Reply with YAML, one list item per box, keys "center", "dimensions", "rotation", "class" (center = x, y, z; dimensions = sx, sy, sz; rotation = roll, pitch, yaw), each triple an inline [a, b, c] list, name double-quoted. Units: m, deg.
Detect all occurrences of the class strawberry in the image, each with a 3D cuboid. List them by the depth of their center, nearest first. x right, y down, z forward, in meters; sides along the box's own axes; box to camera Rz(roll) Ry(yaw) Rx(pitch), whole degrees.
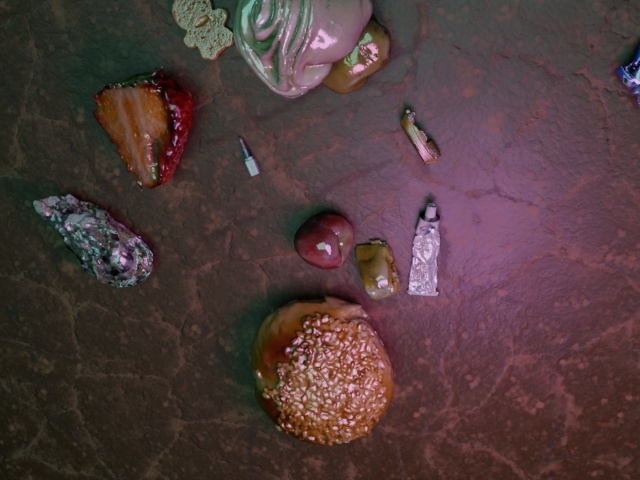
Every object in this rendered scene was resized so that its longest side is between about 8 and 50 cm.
- center: [-0.403, -0.297, 1.840]
  dimensions: [0.253, 0.150, 0.280]
  rotation: [-19, 106, 35]
  class: "strawberry"

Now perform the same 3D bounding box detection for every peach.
- center: [0.000, 0.000, 1.869]
  dimensions: [0.152, 0.152, 0.152]
  rotation: [2, 107, 8]
  class: "peach"

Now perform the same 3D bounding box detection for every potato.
- center: [0.070, -0.443, 1.717]
  dimensions: [0.137, 0.155, 0.200]
  rotation: [23, 127, -42]
  class: "potato"

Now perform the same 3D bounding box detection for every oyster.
- center: [-0.610, -0.004, 1.962]
  dimensions: [0.351, 0.158, 0.162]
  rotation: [39, 74, -17]
  class: "oyster"

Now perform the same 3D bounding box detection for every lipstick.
- center: [-0.186, -0.218, 1.889]
  dimensions: [0.025, 0.025, 0.107]
  rotation: [-21, 95, 14]
  class: "lipstick"

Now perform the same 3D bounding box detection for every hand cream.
- center: [0.271, 0.024, 1.879]
  dimensions: [0.084, 0.050, 0.257]
  rotation: [4, 113, 9]
  class: "hand cream"

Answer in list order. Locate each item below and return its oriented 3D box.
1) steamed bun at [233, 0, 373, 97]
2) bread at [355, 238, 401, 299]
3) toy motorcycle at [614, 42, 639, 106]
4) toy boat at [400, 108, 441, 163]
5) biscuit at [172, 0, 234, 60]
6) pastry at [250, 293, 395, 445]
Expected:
- center: [-0.073, -0.509, 1.621]
  dimensions: [0.310, 0.219, 0.324]
  rotation: [-46, 53, 19]
  class: "steamed bun"
- center: [0.144, 0.083, 1.886]
  dimensions: [0.103, 0.110, 0.156]
  rotation: [-23, 101, 20]
  class: "bread"
- center: [0.753, -0.422, 1.654]
  dimensions: [0.135, 0.092, 0.254]
  rotation: [21, 100, 12]
  class: "toy motorcycle"
- center: [0.243, -0.255, 1.802]
  dimensions: [0.049, 0.047, 0.149]
  rotation: [-33, 102, 2]
  class: "toy boat"
- center: [-0.294, -0.535, 1.809]
  dimensions: [0.184, 0.027, 0.133]
  rotation: [41, 107, -3]
  class: "biscuit"
- center: [0.002, 0.344, 1.911]
  dimensions: [0.409, 0.245, 0.410]
  rotation: [2, 105, 7]
  class: "pastry"
